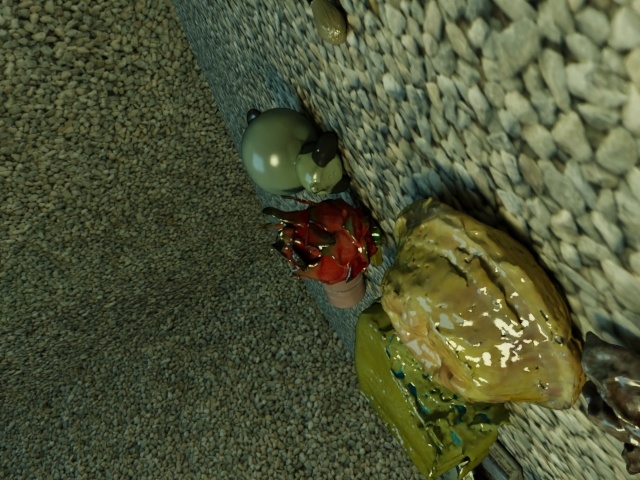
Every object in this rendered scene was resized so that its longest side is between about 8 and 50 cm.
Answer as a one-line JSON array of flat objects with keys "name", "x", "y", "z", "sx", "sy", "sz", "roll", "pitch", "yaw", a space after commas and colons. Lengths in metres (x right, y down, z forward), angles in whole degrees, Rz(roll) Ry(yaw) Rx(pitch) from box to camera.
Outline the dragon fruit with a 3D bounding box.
[{"name": "dragon fruit", "x": 0.000, "y": 0.000, "z": 1.115, "sx": 0.193, "sy": 0.273, "sz": 0.193, "roll": 93, "pitch": 179, "yaw": -70}]

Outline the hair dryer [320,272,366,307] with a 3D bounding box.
[{"name": "hair dryer", "x": 0.013, "y": 0.011, "z": 1.556, "sx": 0.210, "sy": 0.125, "sz": 0.353, "roll": 70, "pitch": 173, "yaw": -47}]

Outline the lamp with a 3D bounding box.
[{"name": "lamp", "x": -0.059, "y": -0.182, "z": 1.124, "sx": 0.243, "sy": 0.198, "sz": 0.198, "roll": 25, "pitch": 152, "yaw": 34}]

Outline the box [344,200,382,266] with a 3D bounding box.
[{"name": "box", "x": 0.095, "y": -0.016, "z": 1.249, "sx": 0.155, "sy": 0.023, "sz": 0.087, "roll": 54, "pitch": 173, "yaw": 34}]

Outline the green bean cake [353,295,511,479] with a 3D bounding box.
[{"name": "green bean cake", "x": 0.214, "y": 0.254, "z": 0.968, "sx": 0.310, "sy": 0.201, "sz": 0.285, "roll": 53, "pitch": 158, "yaw": 32}]

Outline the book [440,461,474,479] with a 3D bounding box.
[{"name": "book", "x": 0.379, "y": 0.664, "z": 1.465, "sx": 0.300, "sy": 0.039, "sz": 0.429, "roll": 92, "pitch": 163, "yaw": -74}]

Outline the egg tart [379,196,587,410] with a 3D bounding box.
[{"name": "egg tart", "x": 0.187, "y": 0.101, "z": 0.712, "sx": 0.352, "sy": 0.150, "sz": 0.352, "roll": 54, "pitch": 171, "yaw": 13}]

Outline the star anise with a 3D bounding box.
[{"name": "star anise", "x": 0.320, "y": 0.193, "z": 0.472, "sx": 0.197, "sy": 0.073, "sz": 0.212, "roll": 64, "pitch": 173, "yaw": -13}]

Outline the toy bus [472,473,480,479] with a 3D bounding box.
[{"name": "toy bus", "x": 0.467, "y": 0.756, "z": 1.484, "sx": 0.274, "sy": 0.090, "sz": 0.112, "roll": 109, "pitch": 137, "yaw": -79}]

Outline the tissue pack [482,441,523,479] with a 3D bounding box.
[{"name": "tissue pack", "x": 0.384, "y": 0.483, "z": 1.172, "sx": 0.156, "sy": 0.051, "sz": 0.112, "roll": 50, "pitch": 170, "yaw": 47}]

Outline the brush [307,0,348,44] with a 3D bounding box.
[{"name": "brush", "x": -0.041, "y": -0.399, "z": 0.723, "sx": 0.300, "sy": 0.039, "sz": 0.042, "roll": 62, "pitch": 168, "yaw": 6}]
